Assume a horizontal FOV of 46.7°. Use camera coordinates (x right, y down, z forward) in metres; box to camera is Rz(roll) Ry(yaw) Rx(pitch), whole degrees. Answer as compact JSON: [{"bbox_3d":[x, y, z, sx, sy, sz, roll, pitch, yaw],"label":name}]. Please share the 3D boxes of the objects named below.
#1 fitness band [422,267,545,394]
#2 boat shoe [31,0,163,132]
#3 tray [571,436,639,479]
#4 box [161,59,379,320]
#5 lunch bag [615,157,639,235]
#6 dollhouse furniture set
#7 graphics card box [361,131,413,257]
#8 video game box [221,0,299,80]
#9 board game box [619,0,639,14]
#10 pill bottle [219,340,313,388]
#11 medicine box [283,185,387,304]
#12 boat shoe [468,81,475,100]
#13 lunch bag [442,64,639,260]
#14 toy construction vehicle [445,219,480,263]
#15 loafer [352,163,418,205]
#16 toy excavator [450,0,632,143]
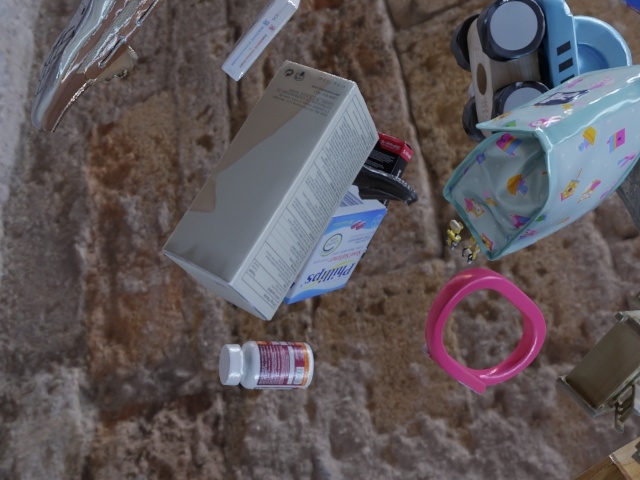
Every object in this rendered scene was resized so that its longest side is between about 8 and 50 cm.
[{"bbox_3d":[0.311,0.173,1.407,0.291,0.209,0.054,37,2,-34],"label":"fitness band"},{"bbox_3d":[-0.345,-0.299,1.162,0.116,0.324,0.123,27,18,-32],"label":"boat shoe"},{"bbox_3d":[0.334,0.432,1.100,0.202,0.411,0.076,0,50,-48],"label":"tray"},{"bbox_3d":[-0.058,-0.067,0.995,0.311,0.121,0.148,-58,153,-14],"label":"box"},{"bbox_3d":[0.861,-0.184,1.853,0.235,0.168,0.287,113,-31,-50],"label":"lunch bag"},{"bbox_3d":[0.394,0.147,0.818,0.101,0.182,0.161,5,37,-52],"label":"dollhouse furniture set"},{"bbox_3d":[0.101,-0.159,2.274,0.371,0.232,0.094,-65,154,-1],"label":"graphics card box"},{"bbox_3d":[-0.113,-0.426,1.480,0.048,0.187,0.205,40,22,-17],"label":"video game box"},{"bbox_3d":[0.798,-0.577,1.479,0.233,0.347,0.078,40,22,13],"label":"board game box"},{"bbox_3d":[-0.139,0.318,1.887,0.221,0.121,0.121,5,60,-22],"label":"pill bottle"},{"bbox_3d":[0.000,0.000,2.001,0.149,0.289,0.263,41,30,25],"label":"medicine box"},{"bbox_3d":[0.446,-0.334,1.939,0.267,0.096,0.088,24,37,-57],"label":"boat shoe"},{"bbox_3d":[0.314,-0.115,0.988,0.160,0.223,0.262,57,-20,18],"label":"lunch bag"},{"bbox_3d":[0.306,-0.001,1.583,0.086,0.035,0.098,54,-14,32],"label":"toy construction vehicle"},{"bbox_3d":[0.120,-0.127,1.713,0.078,0.220,0.080,-66,173,11],"label":"loafer"},{"bbox_3d":[0.499,-0.249,1.341,0.222,0.444,0.433,-126,-153,-83],"label":"toy excavator"}]
